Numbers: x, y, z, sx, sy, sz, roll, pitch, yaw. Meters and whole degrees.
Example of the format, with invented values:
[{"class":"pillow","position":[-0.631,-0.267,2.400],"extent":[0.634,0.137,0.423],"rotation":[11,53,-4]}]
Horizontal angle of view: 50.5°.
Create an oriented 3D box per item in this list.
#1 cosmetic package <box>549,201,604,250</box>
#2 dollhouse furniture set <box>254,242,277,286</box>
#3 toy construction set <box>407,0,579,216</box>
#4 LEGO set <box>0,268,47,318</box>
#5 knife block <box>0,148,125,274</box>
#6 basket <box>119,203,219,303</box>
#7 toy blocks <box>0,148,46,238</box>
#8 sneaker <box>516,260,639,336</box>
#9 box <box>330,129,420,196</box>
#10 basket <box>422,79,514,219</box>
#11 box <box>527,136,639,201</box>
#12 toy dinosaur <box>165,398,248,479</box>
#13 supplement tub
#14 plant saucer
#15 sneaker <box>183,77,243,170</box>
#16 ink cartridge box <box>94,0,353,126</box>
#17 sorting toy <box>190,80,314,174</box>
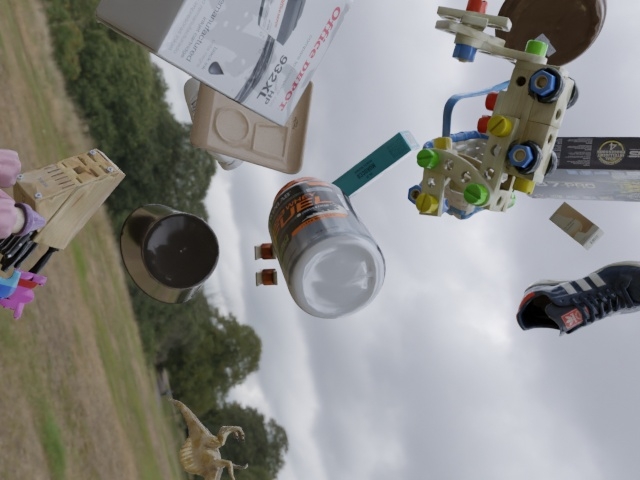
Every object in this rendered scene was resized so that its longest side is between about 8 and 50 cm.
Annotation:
[{"class":"cosmetic package","position":[0.611,-0.035,1.620],"extent":[0.041,0.060,0.115],"rotation":[27,16,-47]},{"class":"dollhouse furniture set","position":[-0.057,0.012,1.979],"extent":[0.135,0.261,0.259],"rotation":[-88,175,-86]},{"class":"toy construction set","position":[0.241,-0.178,0.991],"extent":[0.215,0.151,0.328],"rotation":[23,-63,39]},{"class":"LEGO set","position":[-0.509,0.067,0.942],"extent":[0.087,0.227,0.093],"rotation":[1,-106,64]},{"class":"knife block","position":[-0.556,-0.043,1.424],"extent":[0.088,0.275,0.242],"rotation":[42,-42,21]},{"class":"basket","position":[-0.265,0.023,1.214],"extent":[0.204,0.154,0.227],"rotation":[64,-19,-8]},{"class":"toy blocks","position":[-0.615,-0.077,1.146],"extent":[0.260,0.288,0.309],"rotation":[9,49,-58]},{"class":"sneaker","position":[0.601,0.147,1.529],"extent":[0.350,0.148,0.131],"rotation":[-22,-78,48]},{"class":"box","position":[0.145,-0.200,1.824],"extent":[0.060,0.244,0.100],"rotation":[56,25,3]},{"class":"basket","position":[0.365,-0.211,1.549],"extent":[0.201,0.254,0.289],"rotation":[33,-46,46]},{"class":"box","position":[0.702,-0.182,1.752],"extent":[0.318,0.394,0.097],"rotation":[24,74,-58]},{"class":"toy dinosaur","position":[-0.158,0.288,0.959],"extent":[0.183,0.092,0.053],"rotation":[65,-27,29]},{"class":"supplement tub","position":[0.000,0.000,1.382],"extent":[0.316,0.193,0.194],"rotation":[-117,-161,-59]},{"class":"plant saucer","position":[0.579,-0.541,1.696],"extent":[0.278,0.277,0.041],"rotation":[92,-3,-45]},{"class":"sneaker","position":[-0.286,-0.318,1.740],"extent":[0.118,0.110,0.292],"rotation":[21,36,-60]},{"class":"ink cartridge box","position":[-0.111,-0.314,0.920],"extent":[0.129,0.223,0.307],"rotation":[34,7,26]},{"class":"sorting toy","position":[-0.122,-0.231,1.226],"extent":[0.038,0.208,0.193],"rotation":[-21,-121,63]}]
